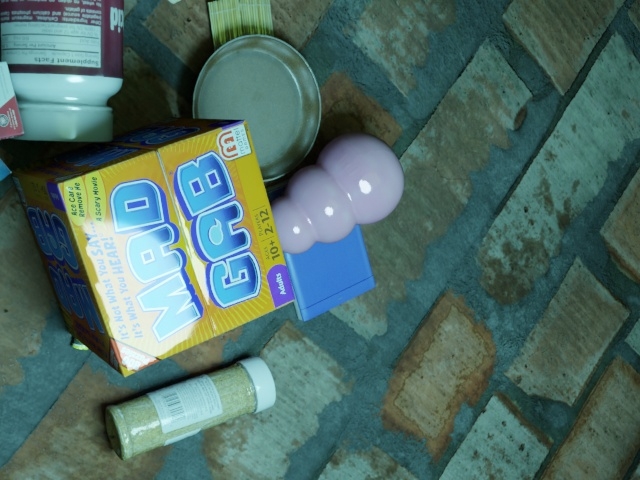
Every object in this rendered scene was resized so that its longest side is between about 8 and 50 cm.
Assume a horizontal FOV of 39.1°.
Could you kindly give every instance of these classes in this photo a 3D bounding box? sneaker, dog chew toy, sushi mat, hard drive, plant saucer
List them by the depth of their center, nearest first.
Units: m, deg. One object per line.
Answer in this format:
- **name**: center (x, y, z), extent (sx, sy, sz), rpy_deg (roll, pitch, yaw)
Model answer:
- **sneaker**: center (-0.466, 0.207, 1.850), extent (0.083, 0.031, 0.035), rpy_deg (5, 94, -31)
- **plant saucer**: center (-0.140, -0.283, 1.936), extent (0.310, 0.050, 0.311), rpy_deg (-6, 101, -31)
- **sushi mat**: center (-0.157, -0.366, 1.952), extent (0.151, 0.019, 0.317), rpy_deg (-14, 105, -29)
- **dog chew toy**: center (0.018, -0.090, 1.953), extent (0.332, 0.206, 0.207), rpy_deg (-34, 113, -14)
- **hard drive**: center (0.000, 0.000, 2.089), extent (0.210, 0.040, 0.319), rpy_deg (-24, 109, -25)

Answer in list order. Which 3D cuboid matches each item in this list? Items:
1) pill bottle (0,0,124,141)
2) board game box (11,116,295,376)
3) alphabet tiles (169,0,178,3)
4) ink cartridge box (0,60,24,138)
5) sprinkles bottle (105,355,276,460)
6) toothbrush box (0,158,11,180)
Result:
- **pill bottle**: center (-0.472, -0.379, 1.646), extent (0.224, 0.224, 0.392), rpy_deg (-2, 99, -30)
- **board game box**: center (-0.320, -0.012, 1.713), extent (0.356, 0.356, 0.357), rpy_deg (-23, 108, -26)
- **alphabet tiles**: center (-0.321, -0.590, 1.702), extent (0.278, 0.021, 0.284), rpy_deg (36, 37, -58)
- **ink cartridge box**: center (-0.600, -0.222, 1.515), extent (0.175, 0.072, 0.127), rpy_deg (-14, 101, -15)
- **sprinkles bottle**: center (-0.275, 0.355, 1.935), extent (0.355, 0.121, 0.121), rpy_deg (-16, 105, -27)
- **toothbrush box**: center (-0.740, -0.120, 1.585), extent (0.295, 0.126, 0.216), rpy_deg (-40, 114, -18)
